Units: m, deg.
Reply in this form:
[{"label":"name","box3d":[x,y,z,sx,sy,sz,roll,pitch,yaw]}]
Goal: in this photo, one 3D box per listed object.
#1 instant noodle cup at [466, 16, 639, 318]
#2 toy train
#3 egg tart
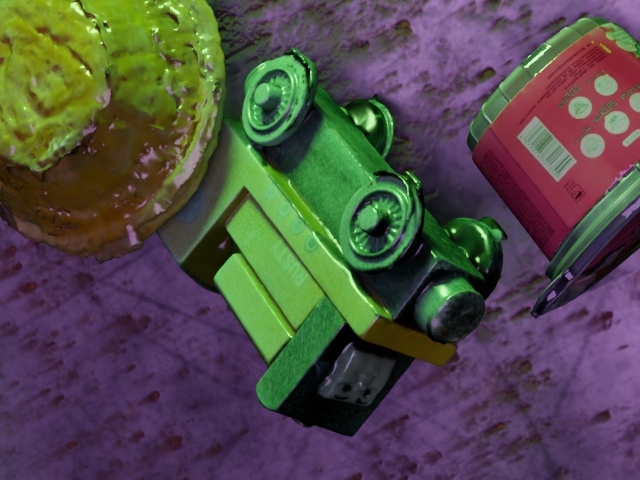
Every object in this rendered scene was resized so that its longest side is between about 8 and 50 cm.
[{"label":"instant noodle cup","box3d":[0.255,-0.090,1.725,0.302,0.258,0.181,-36,77,-25]},{"label":"toy train","box3d":[0.000,0.000,1.742,0.253,0.160,0.397,-51,46,14]},{"label":"egg tart","box3d":[-0.250,-0.149,1.803,0.341,0.132,0.341,-2,86,28]}]
